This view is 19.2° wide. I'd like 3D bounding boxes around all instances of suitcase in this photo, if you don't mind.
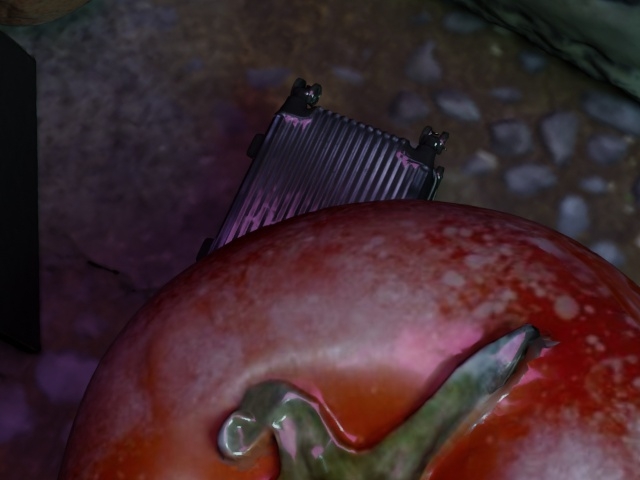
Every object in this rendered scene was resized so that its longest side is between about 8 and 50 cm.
[{"bbox_3d":[0.000,0.000,0.831,0.086,0.059,0.126,21,70,10],"label":"suitcase"}]

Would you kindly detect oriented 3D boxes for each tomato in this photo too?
[{"bbox_3d":[0.037,0.125,0.682,0.270,0.227,0.270,-9,64,18],"label":"tomato"}]

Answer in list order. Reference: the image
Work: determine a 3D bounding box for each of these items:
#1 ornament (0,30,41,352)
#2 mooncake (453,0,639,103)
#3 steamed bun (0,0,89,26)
[{"bbox_3d":[-0.247,-0.031,0.841,0.196,0.153,0.166,-13,63,21],"label":"ornament"},{"bbox_3d":[0.161,-0.202,0.878,0.254,0.136,0.250,32,74,14],"label":"mooncake"},{"bbox_3d":[-0.136,-0.196,0.874,0.106,0.145,0.175,4,70,1],"label":"steamed bun"}]
